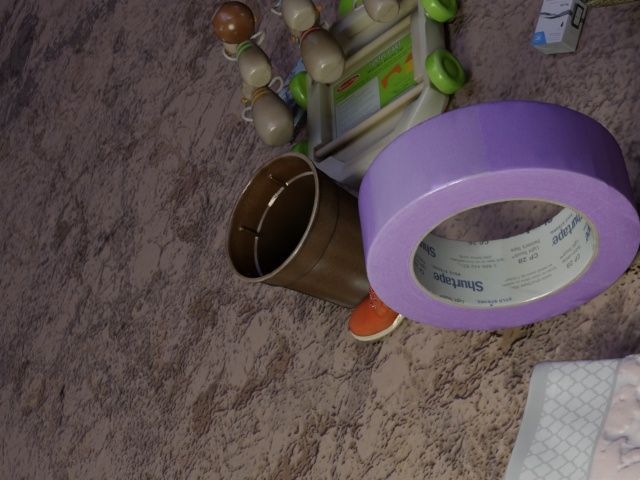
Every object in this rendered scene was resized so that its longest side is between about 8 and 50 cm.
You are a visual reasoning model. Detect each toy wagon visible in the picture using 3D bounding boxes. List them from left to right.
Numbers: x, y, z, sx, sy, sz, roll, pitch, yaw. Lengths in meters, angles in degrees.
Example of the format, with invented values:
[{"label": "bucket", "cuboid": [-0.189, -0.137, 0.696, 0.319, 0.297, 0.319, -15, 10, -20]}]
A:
[{"label": "toy wagon", "cuboid": [0.071, -0.235, 1.930, 0.267, 0.068, 0.344, -31, 47, 37]}]

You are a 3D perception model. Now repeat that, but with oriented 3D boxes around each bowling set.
[{"label": "bowling set", "cuboid": [-0.055, -0.285, 1.900, 0.287, 0.200, 0.154, -46, 38, 17]}]

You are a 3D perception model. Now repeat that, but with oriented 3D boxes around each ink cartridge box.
[{"label": "ink cartridge box", "cuboid": [0.281, -0.261, 1.716, 0.048, 0.028, 0.083, 1, 69, 51]}]

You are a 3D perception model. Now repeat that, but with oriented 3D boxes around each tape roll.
[{"label": "tape roll", "cuboid": [0.178, -0.019, 1.488, 0.275, 0.275, 0.090, -34, 46, 34]}]

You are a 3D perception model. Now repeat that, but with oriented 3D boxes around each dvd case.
[{"label": "dvd case", "cuboid": [-0.032, -0.202, 2.081, 0.119, 0.013, 0.087, -55, 37, 11]}]

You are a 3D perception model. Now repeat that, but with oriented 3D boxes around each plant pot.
[{"label": "plant pot", "cuboid": [0.000, 0.000, 1.791, 0.167, 0.165, 0.167, -30, 47, 39]}]

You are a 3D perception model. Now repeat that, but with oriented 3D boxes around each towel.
[{"label": "towel", "cuboid": [0.282, 0.226, 1.262, 0.317, 0.053, 0.332, -10, 44, 41]}]

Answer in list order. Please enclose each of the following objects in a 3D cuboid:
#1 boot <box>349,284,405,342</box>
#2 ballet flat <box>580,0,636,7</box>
[{"label": "boot", "cuboid": [0.074, 0.058, 1.734, 0.158, 0.084, 0.059, -43, 43, 29]}, {"label": "ballet flat", "cuboid": [0.461, -0.399, 1.491, 0.483, 0.164, 0.182, -51, 58, 15]}]
